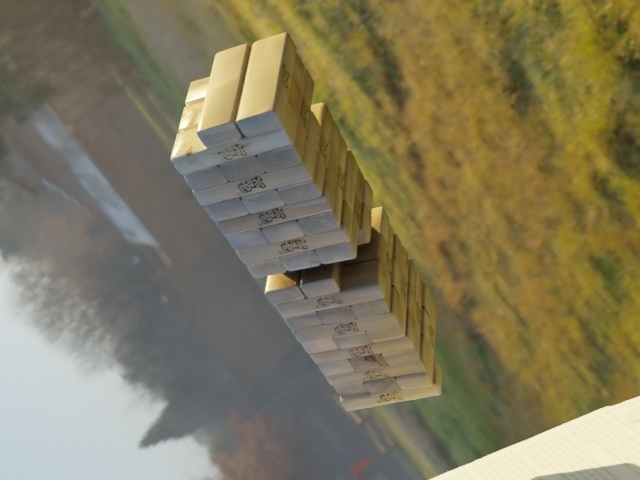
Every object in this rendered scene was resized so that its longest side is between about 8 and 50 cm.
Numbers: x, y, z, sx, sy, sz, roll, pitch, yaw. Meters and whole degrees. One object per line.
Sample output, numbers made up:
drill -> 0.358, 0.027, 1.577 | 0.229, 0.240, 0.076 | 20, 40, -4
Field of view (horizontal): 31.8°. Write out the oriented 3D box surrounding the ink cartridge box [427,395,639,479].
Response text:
ink cartridge box -> 0.248, 0.233, 0.884 | 0.308, 0.385, 0.091 | -143, 34, -76

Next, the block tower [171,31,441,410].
block tower -> 0.000, 0.000, 0.884 | 0.097, 0.091, 0.335 | -82, -28, -43
